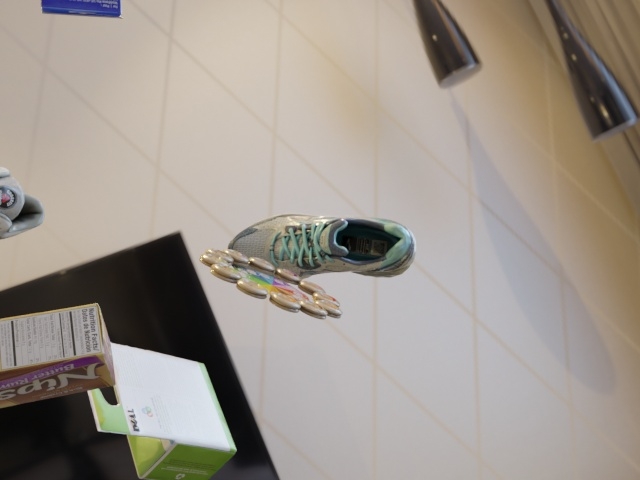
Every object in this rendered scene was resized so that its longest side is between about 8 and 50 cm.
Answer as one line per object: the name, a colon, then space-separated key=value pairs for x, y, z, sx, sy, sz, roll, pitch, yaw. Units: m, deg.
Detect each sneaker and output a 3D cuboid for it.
sneaker: x=0.000 y=0.000 z=1.081 sx=0.283 sy=0.110 sz=0.122 roll=-4 pitch=-10 yaw=3
sneaker: x=-0.469 y=-0.065 z=0.945 sx=0.146 sy=0.122 sz=0.330 roll=-7 pitch=-7 yaw=5

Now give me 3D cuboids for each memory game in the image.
memory game: x=-0.057 y=0.050 z=0.885 sx=0.012 sy=0.186 sz=0.186 roll=-67 pitch=-16 yaw=7

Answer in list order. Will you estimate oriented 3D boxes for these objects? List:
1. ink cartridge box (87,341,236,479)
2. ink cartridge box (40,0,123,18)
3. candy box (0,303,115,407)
ink cartridge box: x=-0.277 y=0.264 z=1.148 sx=0.255 sy=0.189 sz=0.097 roll=25 pitch=-65 yaw=-44
ink cartridge box: x=-0.528 y=-0.548 z=1.623 sx=0.165 sy=0.065 sz=0.332 roll=-2 pitch=27 yaw=-21
candy box: x=-0.285 y=0.112 z=0.663 sx=0.187 sy=0.053 sz=0.109 roll=-8 pitch=-24 yaw=-14
